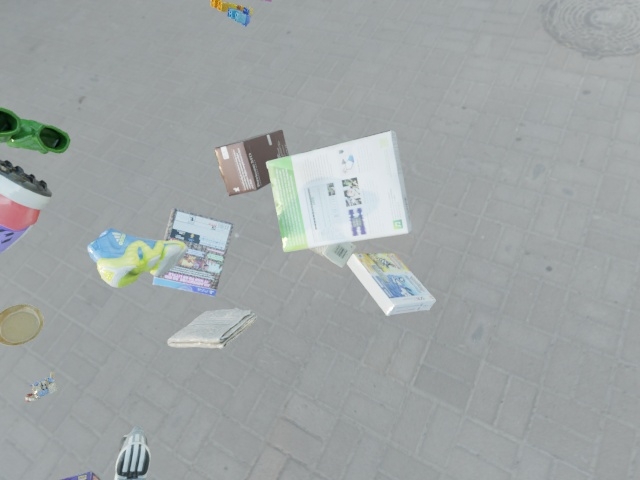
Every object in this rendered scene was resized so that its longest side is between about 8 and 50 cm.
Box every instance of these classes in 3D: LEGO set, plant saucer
[{"bbox_3d":[-0.189,-0.573,1.009,0.093,0.087,0.227,-12,44,-39],"label":"LEGO set"},{"bbox_3d":[-0.574,0.162,0.805,0.083,0.015,0.084,11,56,-16],"label":"plant saucer"}]

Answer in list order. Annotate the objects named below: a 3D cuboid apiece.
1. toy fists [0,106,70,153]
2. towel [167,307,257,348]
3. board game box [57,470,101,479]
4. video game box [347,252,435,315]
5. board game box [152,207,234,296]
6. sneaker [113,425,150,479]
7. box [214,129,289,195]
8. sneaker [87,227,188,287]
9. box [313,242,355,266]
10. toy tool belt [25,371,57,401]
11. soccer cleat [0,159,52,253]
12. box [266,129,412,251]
[{"bbox_3d":[-0.862,-0.308,1.177,0.142,0.279,0.096,17,92,21],"label":"toy fists"},{"bbox_3d":[-0.361,0.291,1.406,0.282,0.049,0.187,-10,16,33],"label":"towel"},{"bbox_3d":[-0.313,0.329,0.414,0.170,0.048,0.141,-10,49,-14],"label":"board game box"},{"bbox_3d":[0.202,0.118,1.202,0.205,0.187,0.048,53,124,36],"label":"video game box"},{"bbox_3d":[-0.489,0.043,1.626,0.231,0.141,0.291,16,89,-21],"label":"board game box"},{"bbox_3d":[-0.422,0.520,0.936,0.132,0.086,0.229,35,107,66],"label":"sneaker"},{"bbox_3d":[-0.260,-0.329,1.731,0.143,0.191,0.381,-7,19,23],"label":"box"},{"bbox_3d":[-0.386,0.014,0.899,0.126,0.240,0.091,44,104,5],"label":"sneaker"},{"bbox_3d":[0.000,0.000,1.582,0.094,0.113,0.275,-57,33,-4],"label":"box"},{"bbox_3d":[-0.760,0.395,1.146,0.052,0.083,0.051,-4,95,23],"label":"toy tool belt"},{"bbox_3d":[-0.532,-0.103,0.547,0.318,0.108,0.117,32,88,-17],"label":"soccer cleat"},{"bbox_3d":[0.039,-0.109,1.007,0.321,0.058,0.233,-9,95,22],"label":"box"}]
